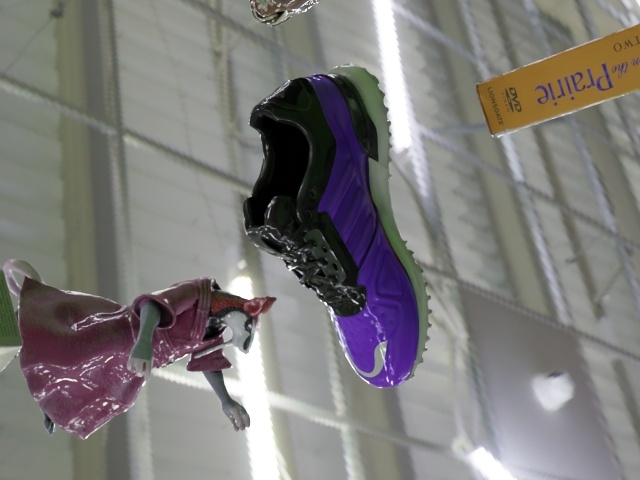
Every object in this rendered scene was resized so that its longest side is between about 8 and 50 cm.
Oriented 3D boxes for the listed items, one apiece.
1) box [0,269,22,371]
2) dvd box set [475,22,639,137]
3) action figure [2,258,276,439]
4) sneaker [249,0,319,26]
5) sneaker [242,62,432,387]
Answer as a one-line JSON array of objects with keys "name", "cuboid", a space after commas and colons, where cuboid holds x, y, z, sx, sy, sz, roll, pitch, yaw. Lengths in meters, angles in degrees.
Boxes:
[{"name": "box", "cuboid": [-0.483, 0.096, 1.310, 0.275, 0.094, 0.113, 5, -126, -42]}, {"name": "dvd box set", "cuboid": [0.394, -0.208, 1.093, 0.307, 0.420, 0.062, -25, -83, -48]}, {"name": "action figure", "cuboid": [-0.238, 0.133, 1.659, 0.248, 0.370, 0.275, 66, -175, -52]}, {"name": "sneaker", "cuboid": [-0.044, -0.249, 1.171, 0.066, 0.071, 0.188, 49, 180, -5]}, {"name": "sneaker", "cuboid": [-0.001, 0.000, 1.033, 0.146, 0.102, 0.293, -18, -83, -41]}]
